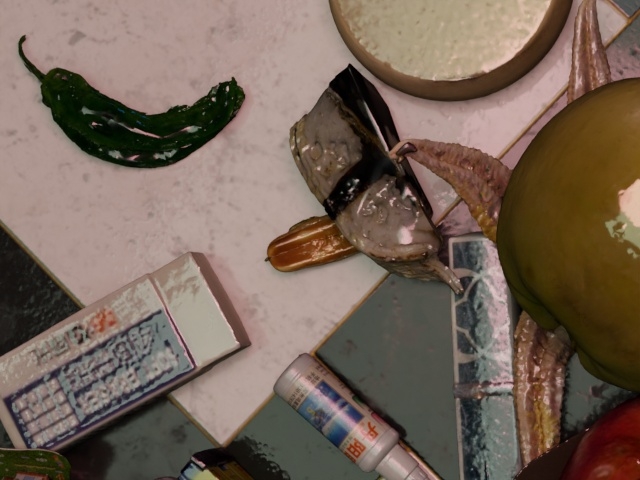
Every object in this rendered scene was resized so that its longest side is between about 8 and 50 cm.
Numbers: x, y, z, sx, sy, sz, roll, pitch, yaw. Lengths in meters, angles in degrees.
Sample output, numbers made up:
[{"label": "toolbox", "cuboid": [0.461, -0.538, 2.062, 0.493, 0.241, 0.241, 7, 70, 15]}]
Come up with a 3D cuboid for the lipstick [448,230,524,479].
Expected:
[{"label": "lipstick", "cuboid": [0.180, 0.134, 1.738, 0.077, 0.076, 0.290, -4, 84, 18]}]

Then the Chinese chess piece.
[{"label": "Chinese chess piece", "cuboid": [0.140, -0.282, 1.754, 0.273, 0.102, 0.273, 0, 88, 12]}]

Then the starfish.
[{"label": "starfish", "cuboid": [0.273, -0.010, 1.676, 0.398, 0.132, 0.384, -35, 105, -3]}]

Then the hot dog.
[{"label": "hot dog", "cuboid": [0.000, 0.000, 1.800, 0.133, 0.041, 0.056, -18, 84, 1]}]

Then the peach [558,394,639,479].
[{"label": "peach", "cuboid": [0.401, 0.350, 1.546, 0.353, 0.339, 0.416, -16, 108, -5]}]

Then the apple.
[{"label": "apple", "cuboid": [0.318, 0.001, 1.508, 0.295, 0.233, 0.258, 45, 85, -9]}]

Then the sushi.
[{"label": "sushi", "cuboid": [0.052, -0.043, 1.732, 0.109, 0.134, 0.273, -27, 76, 11]}]

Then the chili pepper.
[{"label": "chili pepper", "cuboid": [-0.229, -0.149, 1.835, 0.279, 0.065, 0.122, 14, 81, 9]}]

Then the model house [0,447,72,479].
[{"label": "model house", "cuboid": [-0.329, 0.316, 1.778, 0.117, 0.088, 0.167, 6, 122, 6]}]

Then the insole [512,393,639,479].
[{"label": "insole", "cuboid": [0.334, 0.201, 1.674, 0.328, 0.007, 0.111, -24, 113, -12]}]

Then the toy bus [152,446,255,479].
[{"label": "toy bus", "cuboid": [-0.157, 0.376, 1.756, 0.175, 0.138, 0.288, 41, 94, 11]}]

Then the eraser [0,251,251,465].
[{"label": "eraser", "cuboid": [-0.226, 0.131, 1.809, 0.279, 0.081, 0.124, -29, 83, 8]}]

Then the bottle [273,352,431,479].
[{"label": "bottle", "cuboid": [0.046, 0.210, 1.768, 0.217, 0.060, 0.060, 40, 94, 9]}]
